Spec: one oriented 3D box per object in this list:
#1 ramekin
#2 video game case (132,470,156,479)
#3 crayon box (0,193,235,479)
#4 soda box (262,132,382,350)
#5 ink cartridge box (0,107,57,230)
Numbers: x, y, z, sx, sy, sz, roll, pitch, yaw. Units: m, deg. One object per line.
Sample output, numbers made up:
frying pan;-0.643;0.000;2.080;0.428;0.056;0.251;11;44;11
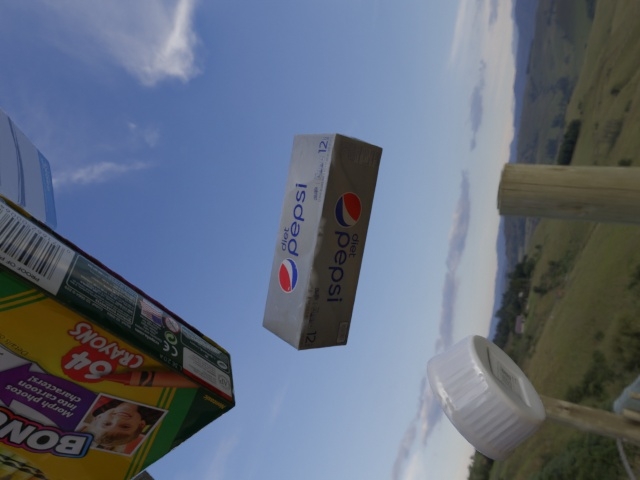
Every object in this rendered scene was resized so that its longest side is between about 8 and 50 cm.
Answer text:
ramekin;0.406;0.364;1.022;0.135;0.277;0.277;-49;-16;22
video game case;-0.523;0.697;1.096;0.196;0.026;0.274;-41;-26;-33
crayon box;-0.340;0.167;0.488;0.363;0.313;0.106;47;-171;-32
soda box;0.000;0.000;0.591;0.091;0.098;0.286;5;-83;-39
ink cartridge box;-0.642;-0.109;0.675;0.286;0.395;0.166;-7;-96;-20
